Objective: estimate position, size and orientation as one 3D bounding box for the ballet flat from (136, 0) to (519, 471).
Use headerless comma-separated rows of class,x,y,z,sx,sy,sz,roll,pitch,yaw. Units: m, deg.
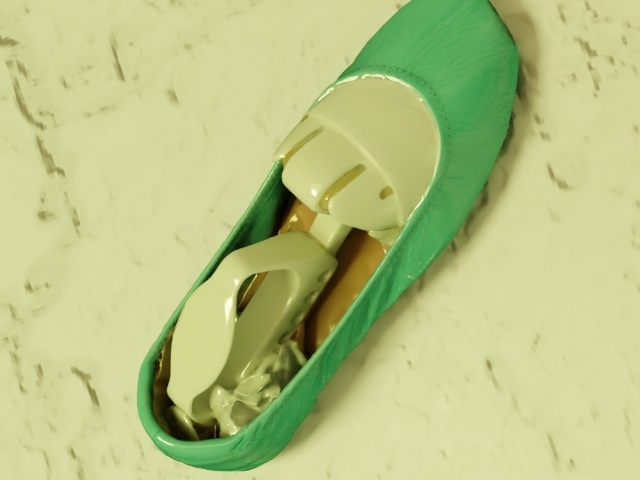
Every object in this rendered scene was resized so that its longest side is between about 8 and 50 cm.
ballet flat,0.000,0.000,0.784,0.083,0.087,0.247,37,105,20
